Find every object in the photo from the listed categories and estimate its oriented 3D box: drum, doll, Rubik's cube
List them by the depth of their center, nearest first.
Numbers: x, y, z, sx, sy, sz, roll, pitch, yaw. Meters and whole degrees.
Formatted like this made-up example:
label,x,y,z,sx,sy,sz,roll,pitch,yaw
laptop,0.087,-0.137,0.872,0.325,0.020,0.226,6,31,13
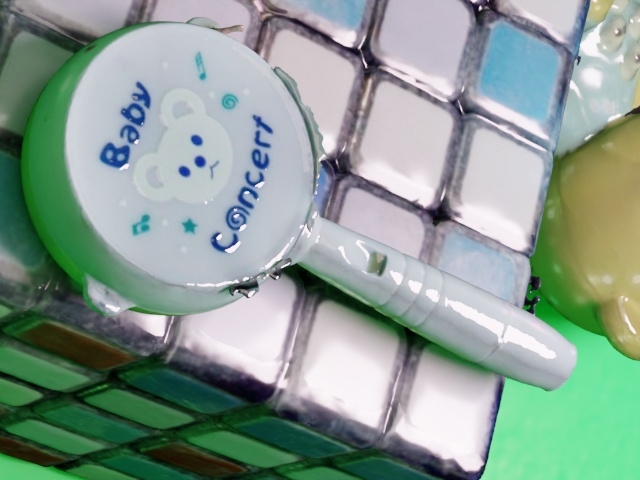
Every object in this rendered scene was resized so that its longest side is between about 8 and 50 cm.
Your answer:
label,x,y,z,sx,sy,sz,roll,pitch,yaw
drum,-0.010,0.016,0.701,0.253,0.049,0.130,41,62,-15
Rubik's cube,-0.076,-0.039,0.873,0.293,0.287,0.291,22,68,-24
doll,0.182,-0.061,1.100,0.177,0.161,0.260,-27,90,-53
